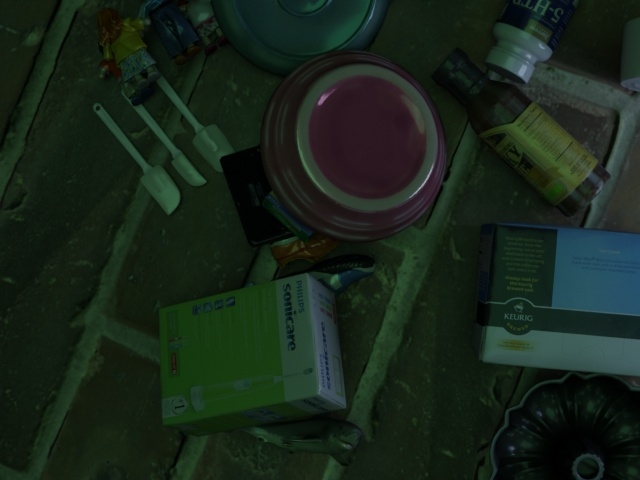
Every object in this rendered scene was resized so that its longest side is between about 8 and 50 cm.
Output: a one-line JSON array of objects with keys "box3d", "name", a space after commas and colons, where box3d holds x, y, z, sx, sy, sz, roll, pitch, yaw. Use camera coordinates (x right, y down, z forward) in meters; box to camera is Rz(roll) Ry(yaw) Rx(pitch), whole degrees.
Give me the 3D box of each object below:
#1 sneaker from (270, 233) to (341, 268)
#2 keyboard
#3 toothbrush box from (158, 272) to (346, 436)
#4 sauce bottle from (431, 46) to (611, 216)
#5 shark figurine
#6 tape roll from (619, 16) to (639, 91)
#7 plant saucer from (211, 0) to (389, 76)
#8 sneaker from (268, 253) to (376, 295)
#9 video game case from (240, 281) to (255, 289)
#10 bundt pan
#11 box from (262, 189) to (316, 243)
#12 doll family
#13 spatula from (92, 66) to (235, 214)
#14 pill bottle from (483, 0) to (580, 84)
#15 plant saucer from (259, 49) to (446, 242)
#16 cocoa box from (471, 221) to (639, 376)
[{"box3d": [0.000, 0.000, 1.932, 0.175, 0.064, 0.067, -17, 110, 8], "name": "sneaker"}, {"box3d": [-0.099, -0.081, 1.919, 0.108, 0.023, 0.180, -18, 72, -8], "name": "keyboard"}, {"box3d": [-0.116, 0.194, 1.825, 0.283, 0.122, 0.206, -15, 66, 20], "name": "toothbrush box"}, {"box3d": [0.336, -0.189, 1.880, 0.344, 0.111, 0.111, 43, 93, 4], "name": "sauce bottle"}, {"box3d": [-0.039, 0.314, 1.927, 0.278, 0.166, 0.116, 5, 64, 21], "name": "shark figurine"}, {"box3d": [0.628, -0.295, 1.772, 0.286, 0.286, 0.100, 4, 92, 3], "name": "tape roll"}, {"box3d": [-0.030, -0.434, 1.879, 0.317, 0.044, 0.318, -2, 105, -8], "name": "plant saucer"}, {"box3d": [0.002, 0.082, 1.922, 0.211, 0.080, 0.081, -20, 96, 13], "name": "sneaker"}, {"box3d": [-0.124, 0.174, 1.955, 0.119, 0.015, 0.166, -33, 89, 3], "name": "video game case"}, {"box3d": [0.443, 0.377, 1.870, 0.330, 0.124, 0.331, 0, 90, 3], "name": "bundt pan"}, {"box3d": [-0.002, -0.092, 1.901, 0.105, 0.043, 0.179, 41, 64, 5], "name": "box"}, {"box3d": [-0.291, -0.368, 1.901, 0.263, 0.118, 0.163, -33, 81, 4], "name": "doll family"}, {"box3d": [-0.280, -0.189, 1.961, 0.168, 0.019, 0.242, -39, 85, 4], "name": "spatula"}, {"box3d": [0.358, -0.367, 1.873, 0.112, 0.112, 0.187, 27, 92, 3], "name": "pill bottle"}, {"box3d": [0.067, -0.165, 1.850, 0.332, 0.084, 0.332, 3, 81, -17], "name": "plant saucer"}, {"box3d": [0.434, 0.093, 1.813, 0.347, 0.231, 0.228, 5, 90, 3], "name": "cocoa box"}]
